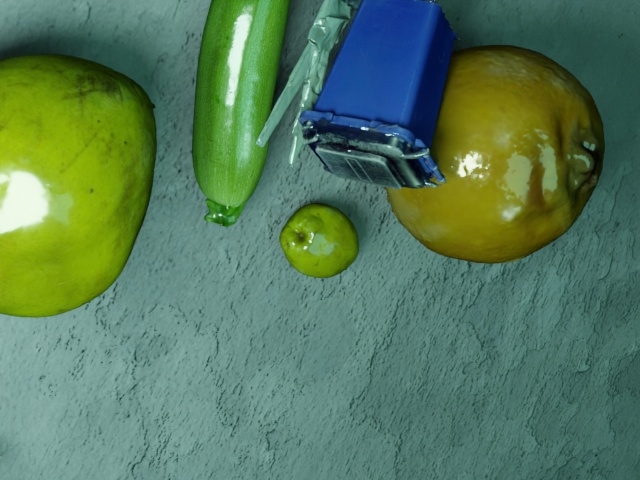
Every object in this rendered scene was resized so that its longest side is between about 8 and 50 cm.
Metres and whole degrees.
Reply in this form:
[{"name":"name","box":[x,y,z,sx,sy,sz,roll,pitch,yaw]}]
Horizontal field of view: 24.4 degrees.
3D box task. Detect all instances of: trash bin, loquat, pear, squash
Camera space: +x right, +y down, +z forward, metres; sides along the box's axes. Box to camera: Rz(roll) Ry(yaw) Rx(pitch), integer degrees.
[{"name":"trash bin","box":[0.096,-0.196,1.948,0.162,0.184,0.234,50,55,-63]},{"name":"loquat","box":[0.244,-0.123,2.123,0.328,0.328,0.328,-20,122,-35]},{"name":"pear","box":[-0.314,-0.077,1.669,0.375,0.287,0.287,-40,134,-41]},{"name":"pear","box":[0.000,0.000,2.108,0.131,0.107,0.107,9,103,-54]},{"name":"squash","box":[-0.107,-0.204,1.904,0.107,0.107,0.395,-7,116,-41]}]

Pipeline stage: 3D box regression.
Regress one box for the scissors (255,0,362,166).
[{"name":"scissors","box":[0.007,-0.280,1.945,0.383,0.029,0.256,-67,152,-12]}]
